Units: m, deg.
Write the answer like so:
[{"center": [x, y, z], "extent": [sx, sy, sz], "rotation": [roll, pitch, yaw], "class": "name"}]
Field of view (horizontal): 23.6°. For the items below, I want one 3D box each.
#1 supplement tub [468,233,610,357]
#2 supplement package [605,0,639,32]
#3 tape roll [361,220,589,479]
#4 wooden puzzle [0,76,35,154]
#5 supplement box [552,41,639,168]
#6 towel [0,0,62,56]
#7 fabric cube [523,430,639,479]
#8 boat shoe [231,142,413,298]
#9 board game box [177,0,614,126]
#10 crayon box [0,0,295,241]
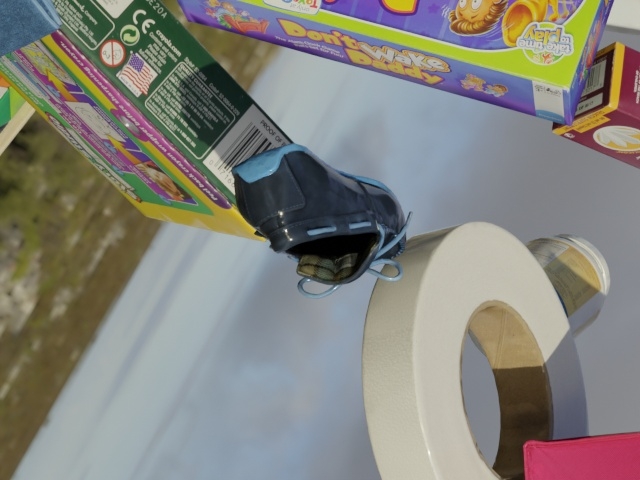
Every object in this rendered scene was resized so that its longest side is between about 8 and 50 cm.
[{"center": [0.299, 0.079, 2.086], "extent": [0.200, 0.144, 0.144], "rotation": [-30, 158, -52], "class": "supplement tub"}, {"center": [0.290, -0.334, 1.470], "extent": [0.198, 0.199, 0.262], "rotation": [-7, 108, -65], "class": "supplement package"}, {"center": [0.180, 0.174, 1.688], "extent": [0.072, 0.392, 0.392], "rotation": [-13, -145, 33], "class": "tape roll"}, {"center": [-0.448, -0.190, 1.994], "extent": [0.221, 0.044, 0.239], "rotation": [-48, 155, 17], "class": "wooden puzzle"}, {"center": [0.364, -0.137, 1.702], "extent": [0.104, 0.188, 0.081], "rotation": [-24, -130, 58], "class": "supplement box"}, {"center": [-0.195, -0.148, 0.841], "extent": [0.067, 0.119, 0.029], "rotation": [-25, -130, 1], "class": "towel"}, {"center": [0.379, 0.337, 1.612], "extent": [0.258, 0.254, 0.259], "rotation": [29, 56, -57], "class": "fabric cube"}, {"center": [0.000, 0.000, 1.216], "extent": [0.109, 0.089, 0.258], "rotation": [-26, 161, 23], "class": "boat shoe"}, {"center": [0.078, -0.256, 1.276], "extent": [0.078, 0.347, 0.233], "rotation": [61, 48, -69], "class": "board game box"}, {"center": [-0.213, -0.164, 1.608], "extent": [0.106, 0.363, 0.313], "rotation": [-51, -153, -14], "class": "crayon box"}]
